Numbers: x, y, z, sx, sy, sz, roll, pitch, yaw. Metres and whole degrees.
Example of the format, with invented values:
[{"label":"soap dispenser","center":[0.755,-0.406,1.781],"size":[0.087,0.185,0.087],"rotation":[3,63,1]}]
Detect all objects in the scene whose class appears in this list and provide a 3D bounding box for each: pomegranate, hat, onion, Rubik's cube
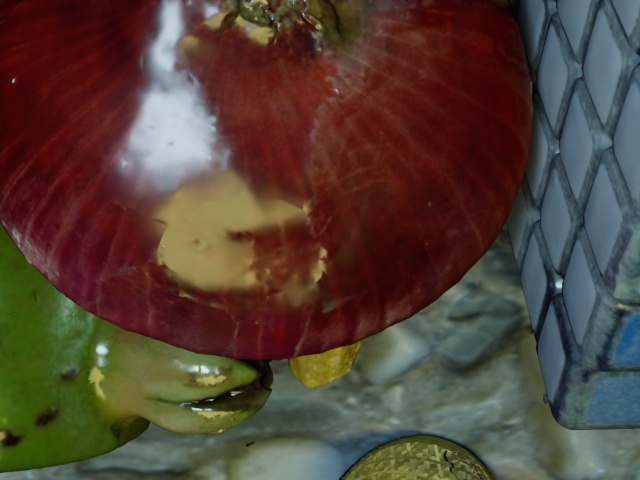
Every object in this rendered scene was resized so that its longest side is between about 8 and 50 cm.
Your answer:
[{"label":"pomegranate","center":[-0.150,0.025,0.734],"size":[0.190,0.241,0.159],"rotation":[-3,103,-40]},{"label":"hat","center":[0.049,0.201,1.041],"size":[0.146,0.067,0.146],"rotation":[-2,96,-24]},{"label":"onion","center":[-0.030,-0.062,0.647],"size":[0.248,0.161,0.248],"rotation":[0,96,-1]},{"label":"Rubik's cube","center":[0.214,-0.075,0.661],"size":[0.237,0.238,0.237],"rotation":[-1,136,-9]}]

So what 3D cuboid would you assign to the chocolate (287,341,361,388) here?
[{"label":"chocolate","center":[0.000,0.000,0.828],"size":[0.085,0.086,0.219],"rotation":[-3,138,-5]}]
